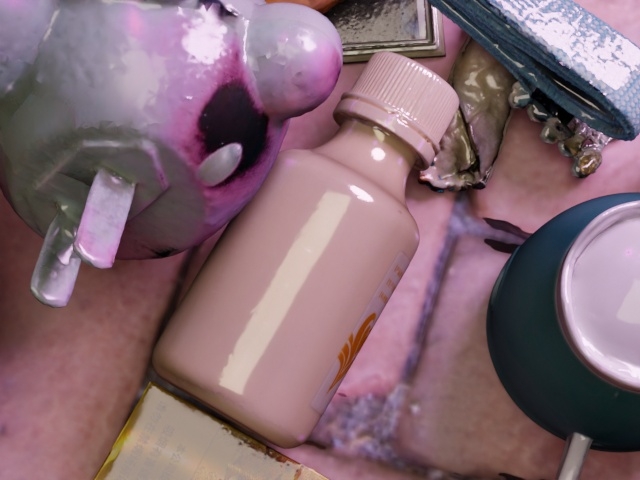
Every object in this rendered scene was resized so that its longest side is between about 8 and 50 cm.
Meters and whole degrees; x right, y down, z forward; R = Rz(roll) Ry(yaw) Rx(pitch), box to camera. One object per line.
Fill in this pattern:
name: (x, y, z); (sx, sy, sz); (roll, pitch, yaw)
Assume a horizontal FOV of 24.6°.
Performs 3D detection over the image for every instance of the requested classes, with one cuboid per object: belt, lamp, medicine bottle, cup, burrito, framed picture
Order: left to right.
lamp: (-0.159, -0.097, 0.842); (0.301, 0.247, 0.247); (30, 47, -24)
medicine bottle: (0.000, 0.000, 0.929); (0.114, 0.114, 0.252); (29, 82, 8)
framed picture: (0.010, -0.212, 1.011); (0.142, 0.011, 0.183); (-4, 85, 1)
burrito: (0.112, -0.111, 0.984); (0.051, 0.042, 0.171); (20, 78, 1)
belt: (0.135, -0.128, 0.941); (0.179, 0.100, 0.065); (41, 73, 2)
cup: (0.190, 0.045, 0.881); (0.168, 0.173, 0.299); (21, 80, 6)

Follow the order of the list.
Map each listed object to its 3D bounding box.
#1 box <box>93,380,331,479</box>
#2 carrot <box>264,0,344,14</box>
box: (-0.063, 0.165, 0.946); (0.156, 0.022, 0.089); (30, 82, 8)
carrot: (0.047, -0.216, 0.969); (0.263, 0.102, 0.102); (-24, 78, -7)
